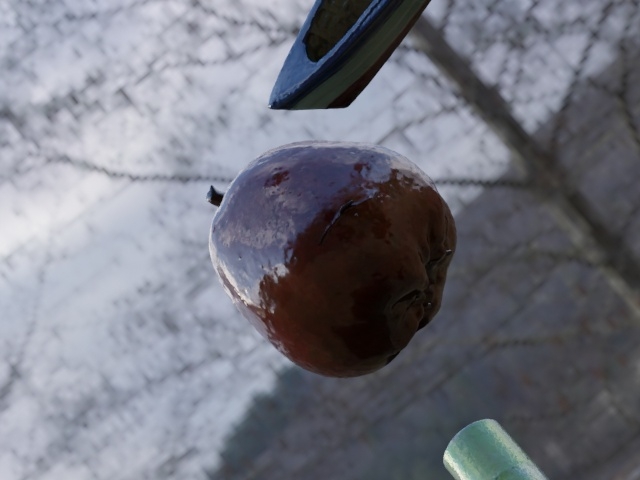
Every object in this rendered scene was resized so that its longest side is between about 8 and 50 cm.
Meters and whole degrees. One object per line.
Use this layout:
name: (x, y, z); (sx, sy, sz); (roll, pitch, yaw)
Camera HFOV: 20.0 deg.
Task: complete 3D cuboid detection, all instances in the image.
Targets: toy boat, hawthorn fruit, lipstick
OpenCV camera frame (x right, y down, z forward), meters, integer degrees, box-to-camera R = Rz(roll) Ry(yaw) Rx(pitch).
toy boat: (0.046, -0.160, 1.012); (0.046, 0.080, 0.229); (20, -67, -33)
hawthorn fruit: (0.000, 0.000, 1.377); (0.185, 0.202, 0.185); (-45, -32, -38)
lipstick: (0.222, 0.286, 1.675); (0.076, 0.304, 0.076); (-20, -44, -21)
